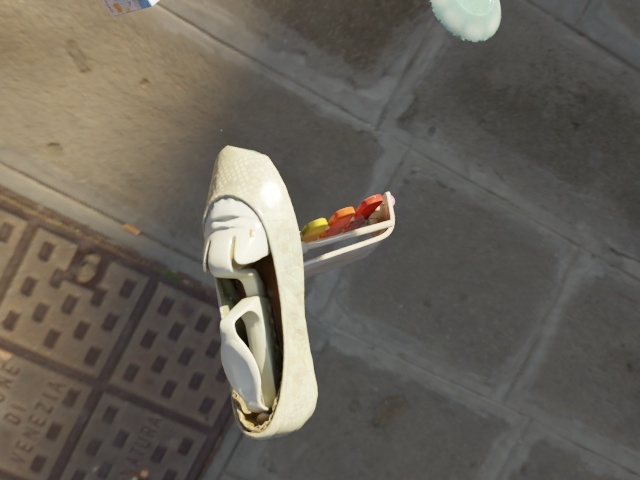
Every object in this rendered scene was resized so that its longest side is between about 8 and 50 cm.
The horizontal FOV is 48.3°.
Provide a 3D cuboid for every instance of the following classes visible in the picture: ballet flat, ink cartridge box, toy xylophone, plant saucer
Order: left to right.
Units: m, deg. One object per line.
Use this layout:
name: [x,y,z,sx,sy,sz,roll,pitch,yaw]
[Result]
ink cartridge box: [-0.374,-0.504,1.391,0.090,0.143,0.092,-58,133,-34]
ballet flat: [-0.037,0.027,0.394,0.057,0.052,0.168,-14,88,30]
toy xylophone: [0.000,0.000,1.231,0.322,0.236,0.081,-17,77,-26]
plant saucer: [0.331,-0.537,1.585,0.194,0.037,0.195,5,76,-22]
